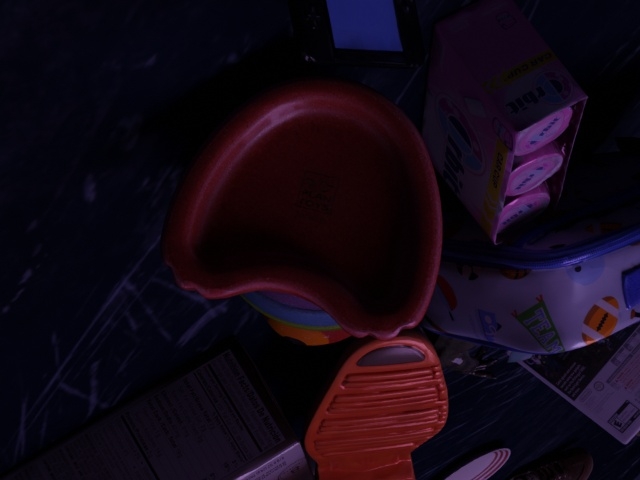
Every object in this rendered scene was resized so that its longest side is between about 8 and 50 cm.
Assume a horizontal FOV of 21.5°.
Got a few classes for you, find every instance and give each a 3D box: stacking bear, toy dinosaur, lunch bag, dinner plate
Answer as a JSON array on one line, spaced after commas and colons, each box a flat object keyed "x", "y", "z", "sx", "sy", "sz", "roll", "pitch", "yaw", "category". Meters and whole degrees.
[{"x": 0.000, "y": 0.000, "z": 1.203, "sx": 0.289, "sy": 0.175, "sz": 0.164, "roll": 84, "pitch": 21, "yaw": -78, "category": "stacking bear"}, {"x": 0.148, "y": 0.110, "z": 1.758, "sx": 0.118, "sy": 0.064, "sz": 0.268, "roll": -10, "pitch": 153, "yaw": -38, "category": "toy dinosaur"}, {"x": 0.240, "y": -0.001, "z": 1.435, "sx": 0.303, "sy": 0.115, "sz": 0.243, "roll": -22, "pitch": -165, "yaw": -32, "category": "lunch bag"}, {"x": 0.196, "y": 0.320, "z": 2.298, "sx": 0.141, "sy": 0.017, "sz": 0.141, "roll": -29, "pitch": 157, "yaw": -14, "category": "dinner plate"}]

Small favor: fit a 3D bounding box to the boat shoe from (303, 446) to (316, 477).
[{"x": -0.001, "y": 0.230, "z": 1.812, "sx": 0.038, "sy": 0.046, "sz": 0.125, "roll": -3, "pitch": 134, "yaw": -44, "category": "boat shoe"}]

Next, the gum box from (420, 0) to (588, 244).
[{"x": 0.132, "y": -0.086, "z": 1.263, "sx": 0.062, "sy": 0.107, "sz": 0.188, "roll": -28, "pitch": 157, "yaw": -14, "category": "gum box"}]

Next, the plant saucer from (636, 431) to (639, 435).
[{"x": 0.421, "y": 0.150, "z": 2.017, "sx": 0.241, "sy": 0.241, "sz": 0.037, "roll": -22, "pitch": 128, "yaw": -26, "category": "plant saucer"}]

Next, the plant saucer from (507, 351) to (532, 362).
[{"x": 0.235, "y": 0.082, "z": 1.787, "sx": 0.119, "sy": 0.021, "sz": 0.119, "roll": -58, "pitch": 170, "yaw": -16, "category": "plant saucer"}]

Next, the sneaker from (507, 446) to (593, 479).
[{"x": 0.324, "y": 0.364, "z": 2.496, "sx": 0.188, "sy": 0.066, "sz": 0.071, "roll": -32, "pitch": 157, "yaw": -7, "category": "sneaker"}]

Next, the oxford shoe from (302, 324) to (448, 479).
[{"x": 0.039, "y": 0.143, "z": 1.586, "sx": 0.130, "sy": 0.132, "sz": 0.363, "roll": -2, "pitch": 151, "yaw": -8, "category": "oxford shoe"}]

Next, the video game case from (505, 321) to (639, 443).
[{"x": 0.314, "y": 0.120, "z": 1.857, "sx": 0.022, "sy": 0.173, "sz": 0.190, "roll": -46, "pitch": 170, "yaw": -41, "category": "video game case"}]

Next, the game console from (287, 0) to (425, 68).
[{"x": 0.040, "y": -0.165, "z": 1.030, "sx": 0.071, "sy": 0.107, "sz": 0.122, "roll": -15, "pitch": 173, "yaw": 40, "category": "game console"}]

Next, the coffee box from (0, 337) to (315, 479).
[{"x": -0.160, "y": 0.231, "z": 1.492, "sx": 0.297, "sy": 0.119, "sz": 0.168, "roll": -30, "pitch": 156, "yaw": -8, "category": "coffee box"}]
